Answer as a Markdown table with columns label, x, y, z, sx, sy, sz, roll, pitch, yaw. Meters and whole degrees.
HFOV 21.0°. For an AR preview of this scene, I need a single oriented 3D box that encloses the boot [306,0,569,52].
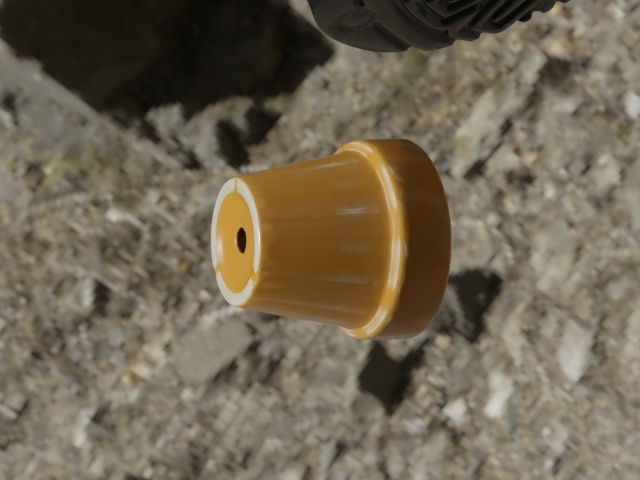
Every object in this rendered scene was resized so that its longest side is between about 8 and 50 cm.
| label | x | y | z | sx | sy | sz | roll | pitch | yaw |
| --- | --- | --- | --- | --- | --- | --- | --- | --- | --- |
| boot | 0.098 | -0.371 | 1.037 | 0.367 | 0.146 | 0.445 | -26 | 63 | 12 |

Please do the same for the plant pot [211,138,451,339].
| label | x | y | z | sx | sy | sz | roll | pitch | yaw |
| --- | --- | --- | --- | --- | --- | --- | --- | --- | --- |
| plant pot | 0.000 | 0.000 | 1.719 | 0.205 | 0.188 | 0.205 | 4 | 95 | 64 |
